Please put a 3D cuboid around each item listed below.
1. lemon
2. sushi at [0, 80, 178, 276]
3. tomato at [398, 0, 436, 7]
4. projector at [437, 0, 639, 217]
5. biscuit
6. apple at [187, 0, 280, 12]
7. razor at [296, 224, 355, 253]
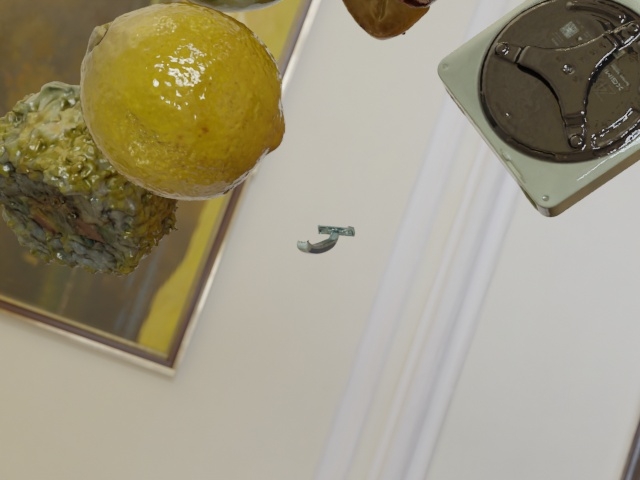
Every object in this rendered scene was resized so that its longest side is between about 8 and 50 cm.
[{"bbox_3d":[-0.187,-0.191,1.353,0.293,0.293,0.293,-160,90,-85],"label":"lemon"},{"bbox_3d":[-0.472,-0.120,1.921,0.240,0.397,0.351,-57,-41,-31],"label":"sushi"},{"bbox_3d":[0.133,-0.478,1.585,0.101,0.228,0.228,-43,7,1],"label":"tomato"},{"bbox_3d":[0.319,-0.201,1.255,0.259,0.257,0.079,-35,-23,5],"label":"projector"},{"bbox_3d":[0.088,-0.512,1.793,0.299,0.154,0.045,69,-159,-5],"label":"biscuit"},{"bbox_3d":[-0.155,-0.590,1.822,0.305,0.339,0.338,54,131,43],"label":"apple"},{"bbox_3d":[0.000,0.004,1.640,0.191,0.068,0.037,-26,-62,-70],"label":"razor"}]
